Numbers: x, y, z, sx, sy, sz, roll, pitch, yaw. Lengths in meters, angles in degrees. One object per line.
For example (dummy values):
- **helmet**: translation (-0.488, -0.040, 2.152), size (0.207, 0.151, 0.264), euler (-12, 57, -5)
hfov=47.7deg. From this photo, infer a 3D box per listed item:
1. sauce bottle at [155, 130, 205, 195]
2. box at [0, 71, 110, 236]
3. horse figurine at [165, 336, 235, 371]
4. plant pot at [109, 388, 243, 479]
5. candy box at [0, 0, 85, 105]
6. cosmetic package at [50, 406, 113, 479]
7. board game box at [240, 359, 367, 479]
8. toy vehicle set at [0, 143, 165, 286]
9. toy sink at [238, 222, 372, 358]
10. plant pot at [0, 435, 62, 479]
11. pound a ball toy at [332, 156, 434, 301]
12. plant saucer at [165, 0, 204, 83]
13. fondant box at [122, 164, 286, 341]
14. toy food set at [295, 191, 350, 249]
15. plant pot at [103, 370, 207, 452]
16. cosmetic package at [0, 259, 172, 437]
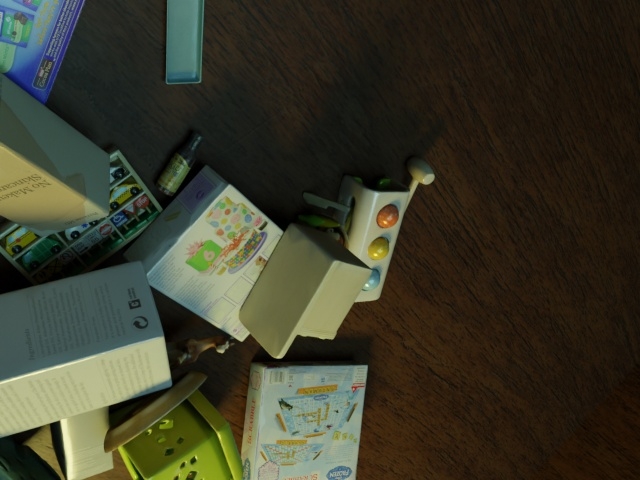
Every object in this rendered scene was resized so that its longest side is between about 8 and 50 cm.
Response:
- **sauce bottle**: translation (-0.261, -0.145, 1.353), size (0.042, 0.042, 0.128), euler (27, 98, -41)
- **box**: translation (-0.464, -0.130, 1.080), size (0.148, 0.121, 0.311), euler (-17, 153, 17)
- **horse figurine**: translation (-0.324, 0.250, 1.475), size (0.263, 0.174, 0.066), euler (-21, 98, 18)
- **plant pot**: translation (-0.305, 0.460, 1.571), size (0.207, 0.228, 0.227), euler (-31, 130, -25)
- **candy box**: translation (-0.503, -0.369, 0.998), size (0.317, 0.122, 0.268), euler (15, 109, -40)
- **cosmetic package**: translation (-0.482, 0.345, 1.440), size (0.107, 0.127, 0.237), euler (-15, 122, -28)
- **board game box**: translation (-0.039, 0.457, 1.775), size (0.319, 0.066, 0.317), euler (7, 90, -36)
- **toy vehicle set**: translation (-0.432, -0.031, 1.307), size (0.267, 0.035, 0.166), euler (-38, 132, -9)
- **toy sink**: translation (-0.030, 0.109, 1.458), size (0.131, 0.153, 0.234), euler (17, 107, -47)
- **plant pot**: translation (-0.661, 0.535, 1.316), size (0.334, 0.341, 0.341), euler (-47, 133, -12)
- **pound a ball toy**: translation (0.143, -0.024, 1.637), size (0.208, 0.136, 0.319), euler (-2, 118, -34)
- **plant saucer**: translation (-0.236, -0.367, 1.252), size (0.067, 0.018, 0.191), euler (-10, 121, -30)
- **fondant box**: translation (-0.190, 0.036, 1.450), size (0.238, 0.096, 0.330), euler (-48, 140, -1)
- **toy food set**: translation (0.000, 0.000, 1.565), size (0.038, 0.133, 0.191), euler (-39, 139, -49)
- **plant pot**: translation (-0.325, 0.322, 1.401), size (0.236, 0.236, 0.032), euler (-36, 93, -11)
- **cosmetic package**: translation (-0.498, 0.206, 1.228), size (0.454, 0.161, 0.230), euler (-15, 150, -17)
